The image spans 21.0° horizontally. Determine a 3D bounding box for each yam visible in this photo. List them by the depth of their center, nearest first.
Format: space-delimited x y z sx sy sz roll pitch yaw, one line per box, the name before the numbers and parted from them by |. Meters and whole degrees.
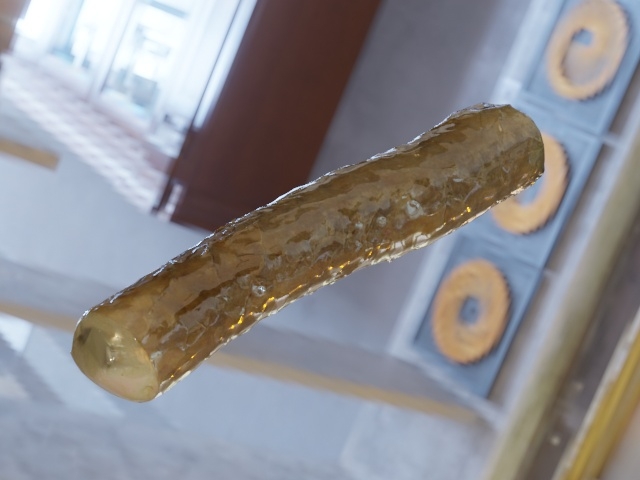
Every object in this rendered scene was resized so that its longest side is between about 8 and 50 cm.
yam | 0.000 0.000 0.930 0.299 0.066 0.066 -28 -141 -29
